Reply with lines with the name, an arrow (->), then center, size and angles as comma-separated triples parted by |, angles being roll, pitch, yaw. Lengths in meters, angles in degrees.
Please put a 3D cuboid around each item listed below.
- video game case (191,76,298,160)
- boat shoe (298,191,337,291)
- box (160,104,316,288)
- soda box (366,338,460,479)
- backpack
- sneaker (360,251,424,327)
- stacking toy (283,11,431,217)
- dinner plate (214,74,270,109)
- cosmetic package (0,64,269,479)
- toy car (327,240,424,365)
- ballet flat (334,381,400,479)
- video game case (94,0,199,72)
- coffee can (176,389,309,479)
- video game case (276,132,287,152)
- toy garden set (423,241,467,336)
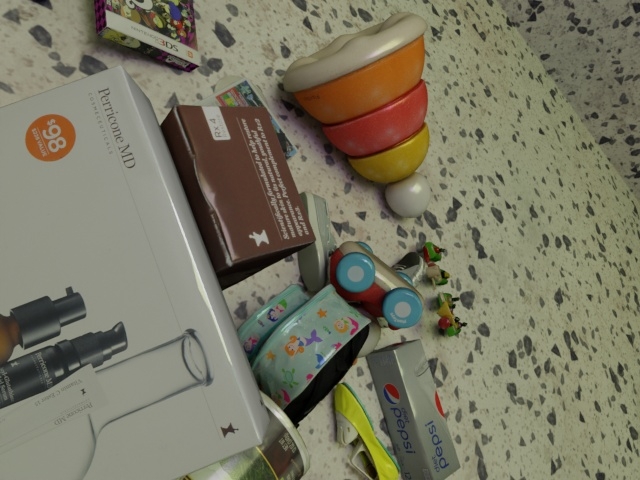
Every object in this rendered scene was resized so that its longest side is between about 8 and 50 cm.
video game case -> -0.165, -0.229, 1.013 | 0.183, 0.023, 0.201 | -44, 104, -35
boat shoe -> -0.001, 0.000, 1.028 | 0.081, 0.079, 0.227 | 6, 65, -32
box -> -0.195, -0.014, 0.675 | 0.143, 0.381, 0.191 | -15, 82, -41
soda box -> 0.201, 0.369, 1.031 | 0.098, 0.091, 0.286 | -8, 78, -41
backpack -> -0.037, 0.190, 0.809 | 0.191, 0.253, 0.225 | 46, 49, 11
sneaker -> 0.161, 0.083, 1.122 | 0.132, 0.086, 0.228 | 42, 52, -15
stacking toy -> 0.150, -0.265, 1.169 | 0.350, 0.351, 0.479 | -48, 123, -40
dinner plate -> -0.171, -0.311, 1.061 | 0.141, 0.017, 0.141 | 17, 62, -34
cosmetic package -> -0.249, 0.060, 0.458 | 0.285, 0.097, 0.377 | -22, 84, -6
toy car -> 0.065, 0.145, 0.958 | 0.210, 0.238, 0.219 | 38, 8, 1
ballet flat -> 0.078, 0.397, 0.939 | 0.077, 0.077, 0.230 | -33, 96, -25
video game case -> -0.339, -0.475, 0.924 | 0.210, 0.042, 0.231 | 4, 76, -55
coffee can -> -0.177, 0.358, 0.661 | 0.275, 0.202, 0.201 | -38, 98, -41
video game case -> -0.238, -0.141, 0.784 | 0.275, 0.248, 0.035 | -11, 97, -41
toy garden set -> 0.316, 0.117, 1.192 | 0.204, 0.049, 0.244 | 17, 59, -66
